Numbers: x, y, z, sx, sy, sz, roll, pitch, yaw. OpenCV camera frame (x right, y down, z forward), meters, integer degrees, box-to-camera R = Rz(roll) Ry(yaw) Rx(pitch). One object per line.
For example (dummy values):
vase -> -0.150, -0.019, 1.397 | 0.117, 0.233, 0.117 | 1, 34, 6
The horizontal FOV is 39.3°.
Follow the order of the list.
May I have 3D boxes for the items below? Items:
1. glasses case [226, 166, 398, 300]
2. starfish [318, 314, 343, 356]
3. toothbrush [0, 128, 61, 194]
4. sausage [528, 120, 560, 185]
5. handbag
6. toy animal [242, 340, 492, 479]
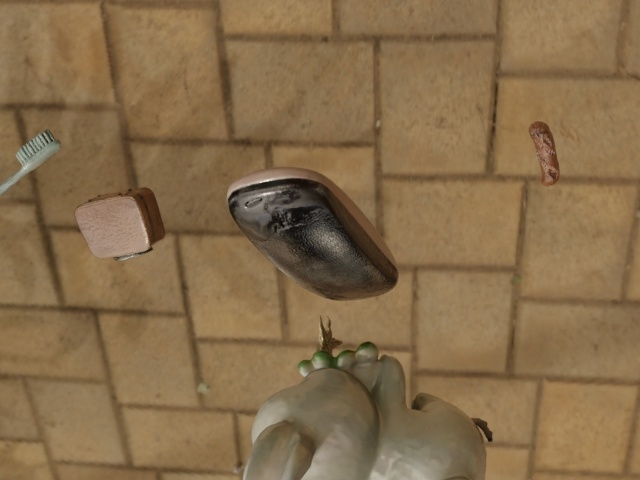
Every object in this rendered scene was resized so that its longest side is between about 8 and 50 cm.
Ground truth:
glasses case -> 0.000, 0.000, 1.060 | 0.122, 0.075, 0.314 | -11, 152, 21
starfish -> 0.008, 0.152, 1.310 | 0.016, 0.086, 0.092 | -5, 118, 24
toothbrush -> -0.291, -0.013, 0.698 | 0.219, 0.016, 0.019 | -39, 81, 2
sausage -> 0.403, -0.152, 1.604 | 0.036, 0.042, 0.158 | -43, 139, -14
handbag -> -0.443, -0.034, 1.986 | 0.193, 0.072, 0.151 | -8, 108, 28
toy animal -> 0.041, 0.261, 1.060 | 0.309, 0.247, 0.183 | 18, 120, -19
